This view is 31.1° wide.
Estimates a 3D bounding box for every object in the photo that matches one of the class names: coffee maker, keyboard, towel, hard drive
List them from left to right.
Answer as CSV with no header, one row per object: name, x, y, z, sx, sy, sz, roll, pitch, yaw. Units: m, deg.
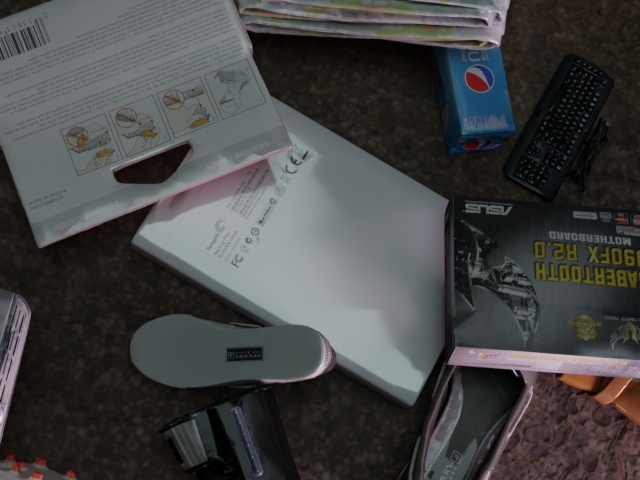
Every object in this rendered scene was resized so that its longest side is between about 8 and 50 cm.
coffee maker,-0.061,0.246,1.195,0.171,0.120,0.178,-12,78,-38
hard drive,0.000,0.000,1.295,0.353,0.047,0.233,30,72,-1
towel,0.073,-0.402,1.350,0.321,0.090,0.374,6,70,6
keyboard,0.305,-0.136,1.392,0.100,0.038,0.192,30,73,-1

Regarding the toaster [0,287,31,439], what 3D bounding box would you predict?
toaster,-0.373,0.129,1.123,0.147,0.129,0.227,13,42,-11

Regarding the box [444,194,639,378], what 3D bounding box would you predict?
box,0.250,0.050,1.247,0.231,0.056,0.183,5,62,-3

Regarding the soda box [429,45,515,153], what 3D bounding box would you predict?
soda box,0.173,-0.213,1.370,0.067,0.071,0.210,-5,76,-10

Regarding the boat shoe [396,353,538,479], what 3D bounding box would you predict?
boat shoe,0.174,0.177,1.253,0.112,0.095,0.335,27,72,-2

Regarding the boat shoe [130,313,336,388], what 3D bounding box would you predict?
boat shoe,-0.093,0.125,1.226,0.219,0.070,0.077,2,78,15

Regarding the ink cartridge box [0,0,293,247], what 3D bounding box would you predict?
ink cartridge box,-0.212,-0.155,1.265,0.296,0.066,0.261,-22,79,-6

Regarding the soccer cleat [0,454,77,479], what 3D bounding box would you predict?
soccer cleat,-0.333,0.255,1.161,0.196,0.068,0.076,13,94,-9

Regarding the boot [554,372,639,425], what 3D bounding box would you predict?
boot,0.402,0.078,1.330,0.220,0.109,0.283,21,80,0
